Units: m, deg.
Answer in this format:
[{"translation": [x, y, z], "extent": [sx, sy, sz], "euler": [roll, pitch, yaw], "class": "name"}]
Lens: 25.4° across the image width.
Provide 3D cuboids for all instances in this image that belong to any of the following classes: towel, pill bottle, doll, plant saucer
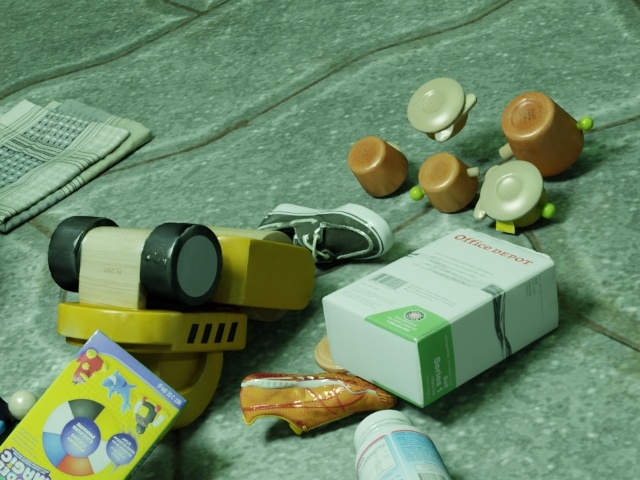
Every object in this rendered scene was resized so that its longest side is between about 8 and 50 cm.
[{"translation": [-0.487, -0.141, 2.354], "extent": [0.324, 0.056, 0.312], "euler": [-37, 35, -30], "class": "towel"}, {"translation": [0.084, 0.239, 1.405], "extent": [0.087, 0.087, 0.160], "euler": [-20, 30, -3], "class": "pill bottle"}, {"translation": [-0.440, 0.224, 1.747], "extent": [0.189, 0.046, 0.129], "euler": [-19, 31, -1], "class": "doll"}, {"translation": [0.033, 0.126, 1.687], "extent": [0.083, 0.013, 0.083], "euler": [-14, 30, 8], "class": "plant saucer"}]

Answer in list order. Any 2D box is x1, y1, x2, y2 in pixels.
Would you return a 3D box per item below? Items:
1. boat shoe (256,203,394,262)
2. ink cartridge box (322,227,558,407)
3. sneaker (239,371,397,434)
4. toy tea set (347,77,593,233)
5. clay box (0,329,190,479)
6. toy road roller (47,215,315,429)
[{"translation": [0.000, 0.000, 1.856], "extent": [0.219, 0.077, 0.070], "euler": [3, 35, 45], "class": "boat shoe"}, {"translation": [0.139, 0.081, 1.599], "extent": [0.219, 0.092, 0.160], "euler": [-25, 30, -31], "class": "ink cartridge box"}, {"translation": [-0.002, 0.182, 1.582], "extent": [0.175, 0.067, 0.064], "euler": [0, 4, 4], "class": "sneaker"}, {"translation": [0.203, -0.108, 1.920], "extent": [0.336, 0.124, 0.200], "euler": [15, 73, 38], "class": "toy tea set"}, {"translation": [-0.258, 0.221, 1.515], "extent": [0.222, 0.127, 0.053], "euler": [-52, -5, -9], "class": "clay box"}, {"translation": [-0.173, 0.099, 1.712], "extent": [0.202, 0.240, 0.329], "euler": [5, 0, 34], "class": "toy road roller"}]
